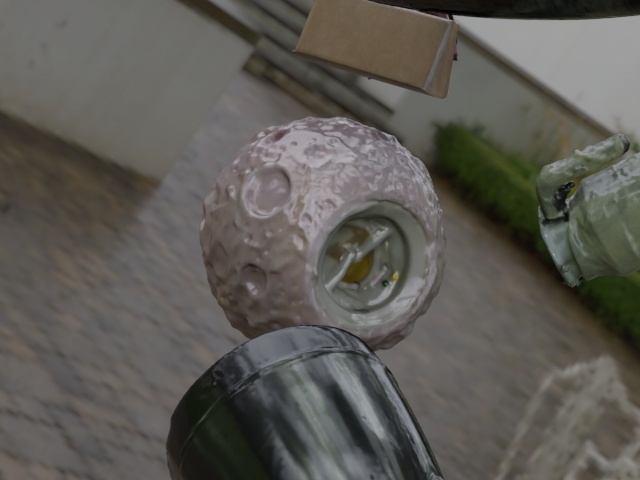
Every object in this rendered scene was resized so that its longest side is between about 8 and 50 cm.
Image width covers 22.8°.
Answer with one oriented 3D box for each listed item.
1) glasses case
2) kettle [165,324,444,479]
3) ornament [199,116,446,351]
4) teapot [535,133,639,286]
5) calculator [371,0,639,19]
[{"bbox_3d":[0.073,-0.211,1.640,0.193,0.102,0.070,21,-1,39],"label":"glasses case"},{"bbox_3d":[-0.001,0.234,1.251,0.271,0.251,0.207,52,-25,42],"label":"kettle"},{"bbox_3d":[0.000,0.000,1.641,0.259,0.259,0.225,30,0,-32],"label":"ornament"},{"bbox_3d":[0.259,-0.044,1.210,0.107,0.200,0.077,55,19,-28],"label":"teapot"},{"bbox_3d":[0.126,-0.162,0.766,0.268,0.177,0.040,13,-44,46],"label":"calculator"}]
